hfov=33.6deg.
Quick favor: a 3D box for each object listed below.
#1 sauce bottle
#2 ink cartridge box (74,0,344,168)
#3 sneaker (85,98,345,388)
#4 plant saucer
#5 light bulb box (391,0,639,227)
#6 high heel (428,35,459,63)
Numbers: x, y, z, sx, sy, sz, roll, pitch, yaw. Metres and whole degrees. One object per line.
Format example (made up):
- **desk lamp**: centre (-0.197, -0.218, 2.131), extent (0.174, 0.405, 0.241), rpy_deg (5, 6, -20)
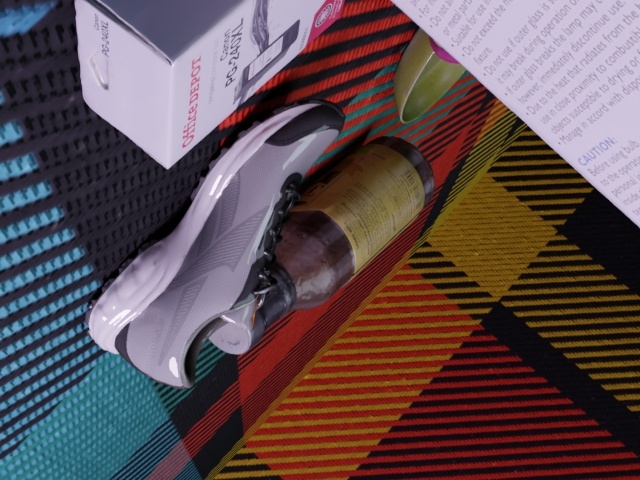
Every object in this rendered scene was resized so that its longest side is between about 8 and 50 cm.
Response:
- **sauce bottle**: centre (0.000, 0.000, 1.149), extent (0.344, 0.111, 0.111), rpy_deg (-41, 167, -44)
- **ink cartridge box**: centre (-0.051, -0.123, 0.555), extent (0.150, 0.063, 0.109), rpy_deg (-46, 170, -23)
- **sneaker**: centre (-0.065, 0.001, 0.857), extent (0.271, 0.108, 0.100), rpy_deg (-51, 169, 0)
- **plant saucer**: centre (0.152, -0.234, 1.156), extent (0.241, 0.037, 0.241), rpy_deg (-48, 170, -12)
- **light bulb box**: centre (0.243, -0.220, 0.577), extent (0.358, 0.361, 0.225), rpy_deg (-46, 178, -21)
- **high heel**: centre (0.226, -0.252, 1.013), extent (0.377, 0.127, 0.181), rpy_deg (-49, 146, -24)
